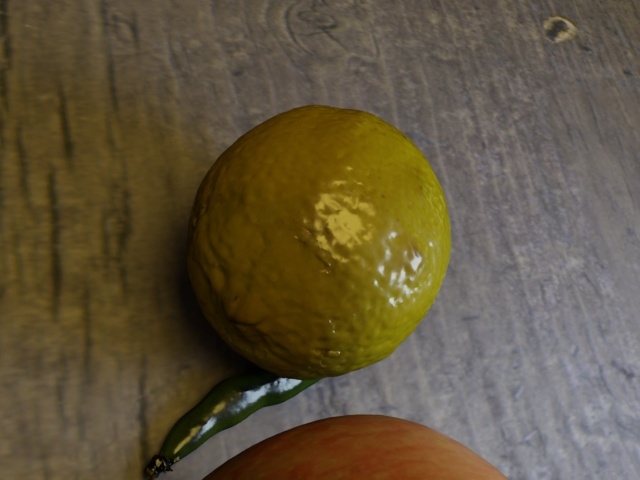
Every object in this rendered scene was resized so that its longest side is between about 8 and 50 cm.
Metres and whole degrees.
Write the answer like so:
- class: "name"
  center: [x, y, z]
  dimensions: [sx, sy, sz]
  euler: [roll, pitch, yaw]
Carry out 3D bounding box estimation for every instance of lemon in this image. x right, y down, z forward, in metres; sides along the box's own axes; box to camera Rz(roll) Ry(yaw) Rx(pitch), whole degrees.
- class: "lemon"
  center: [0.000, 0.001, 1.045]
  dimensions: [0.336, 0.336, 0.336]
  euler: [16, 56, -25]

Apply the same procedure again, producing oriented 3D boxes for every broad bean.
- class: "broad bean"
  center: [-0.093, 0.188, 1.047]
  dimensions: [0.297, 0.043, 0.060]
  euler: [-25, 89, -39]

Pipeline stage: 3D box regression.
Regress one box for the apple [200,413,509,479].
- class: "apple"
  center: [0.024, 0.351, 0.804]
  dimensions: [0.346, 0.391, 0.392]
  euler: [4, 61, -36]
